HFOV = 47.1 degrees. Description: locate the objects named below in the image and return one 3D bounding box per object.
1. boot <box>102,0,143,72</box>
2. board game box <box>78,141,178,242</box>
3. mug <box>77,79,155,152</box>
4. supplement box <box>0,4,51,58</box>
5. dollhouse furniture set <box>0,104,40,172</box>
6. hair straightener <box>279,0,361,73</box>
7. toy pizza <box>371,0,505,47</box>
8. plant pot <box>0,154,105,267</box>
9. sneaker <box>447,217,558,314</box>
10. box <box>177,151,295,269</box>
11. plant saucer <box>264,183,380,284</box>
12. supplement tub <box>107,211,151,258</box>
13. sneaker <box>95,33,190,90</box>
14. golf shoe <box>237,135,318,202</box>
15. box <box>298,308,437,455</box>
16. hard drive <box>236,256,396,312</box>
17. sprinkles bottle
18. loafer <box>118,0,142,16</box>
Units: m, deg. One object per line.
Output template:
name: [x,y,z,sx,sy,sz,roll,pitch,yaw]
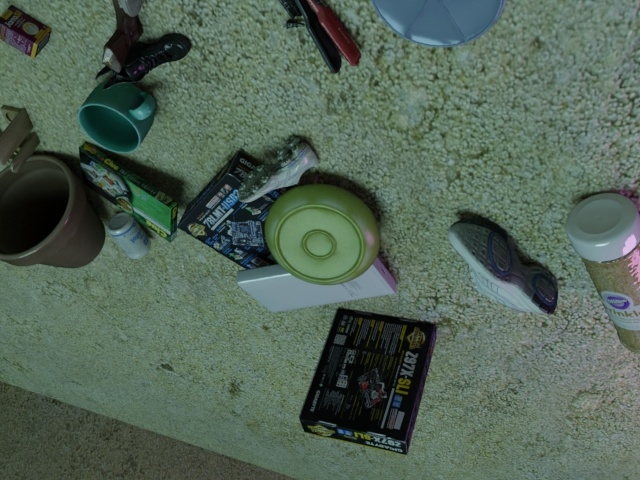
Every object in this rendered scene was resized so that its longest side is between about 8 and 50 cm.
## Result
boot: [-0.349,-0.358,1.252,0.037,0.114,0.106,4,142,23]
board game box: [-0.432,-0.107,1.654,0.259,0.030,0.136,33,144,9]
mug: [-0.379,-0.247,1.434,0.157,0.097,0.129,12,144,12]
supplement box: [-0.556,-0.389,1.371,0.083,0.055,0.043,30,143,-13]
dollhouse furniture set: [-0.732,-0.214,1.638,0.151,0.123,0.144,13,144,12]
hair straightener: [-0.034,-0.354,1.153,0.089,0.047,0.230,-15,132,40]
toy pizza: [0.166,-0.365,1.049,0.201,0.032,0.201,14,144,11]
plant pot: [-0.637,-0.042,1.754,0.263,0.263,0.229,6,162,21]
sneaker: [0.348,0.066,1.478,0.297,0.111,0.129,40,147,-24]
box: [-0.131,-0.032,1.618,0.293,0.073,0.295,33,144,-15]
plant saucer: [0.000,0.000,1.487,0.241,0.037,0.241,5,123,8]
supplement tub: [-0.475,-0.013,1.823,0.071,0.071,0.107,2,142,26]
sneaker: [-0.317,-0.317,1.314,0.170,0.089,0.051,0,140,28]
golf shoe: [-0.080,-0.120,1.434,0.176,0.069,0.086,-35,135,18]
box: [0.119,0.327,1.754,0.257,0.322,0.079,8,142,17]
hard drive: [-0.005,0.095,1.652,0.307,0.040,0.203,-10,153,18]
sprinkles bottle: [0.564,0.069,1.352,0.121,0.121,0.355,-8,136,35]
loafer: [-0.324,-0.433,1.210,0.039,0.045,0.125,27,142,22]
